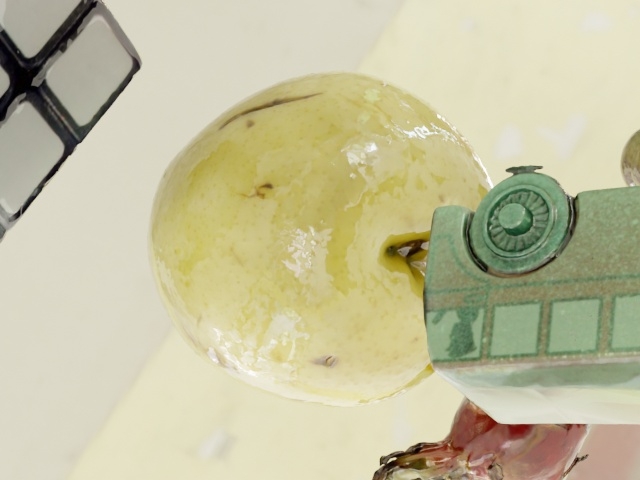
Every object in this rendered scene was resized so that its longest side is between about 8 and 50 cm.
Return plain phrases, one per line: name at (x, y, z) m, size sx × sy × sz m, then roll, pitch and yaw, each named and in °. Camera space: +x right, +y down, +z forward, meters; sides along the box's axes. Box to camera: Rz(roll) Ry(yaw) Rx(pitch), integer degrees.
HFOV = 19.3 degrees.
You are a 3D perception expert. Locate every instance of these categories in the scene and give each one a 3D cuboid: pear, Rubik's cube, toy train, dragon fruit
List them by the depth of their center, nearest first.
toy train at (0.220, 0.035, 1.212) m, size 0.129 × 0.326 × 0.159 m, roll 37°, pitch 53°, yaw -52°
Rubik's cube at (-0.388, -0.168, 1.542) m, size 0.301 × 0.305 × 0.303 m, roll -52°, pitch 142°, yaw -15°
pear at (0.000, 0.000, 1.652) m, size 0.309 × 0.309 × 0.309 m, roll -60°, pitch 171°, yaw -16°
dragon fruit at (0.154, 0.190, 1.782) m, size 0.246 × 0.125 × 0.125 m, roll -19°, pitch 135°, yaw -15°

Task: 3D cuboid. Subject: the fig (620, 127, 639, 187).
fig at (0.344, -0.047, 1.729) m, size 0.121 × 0.136 × 0.153 m, roll -48°, pitch 131°, yaw 11°
